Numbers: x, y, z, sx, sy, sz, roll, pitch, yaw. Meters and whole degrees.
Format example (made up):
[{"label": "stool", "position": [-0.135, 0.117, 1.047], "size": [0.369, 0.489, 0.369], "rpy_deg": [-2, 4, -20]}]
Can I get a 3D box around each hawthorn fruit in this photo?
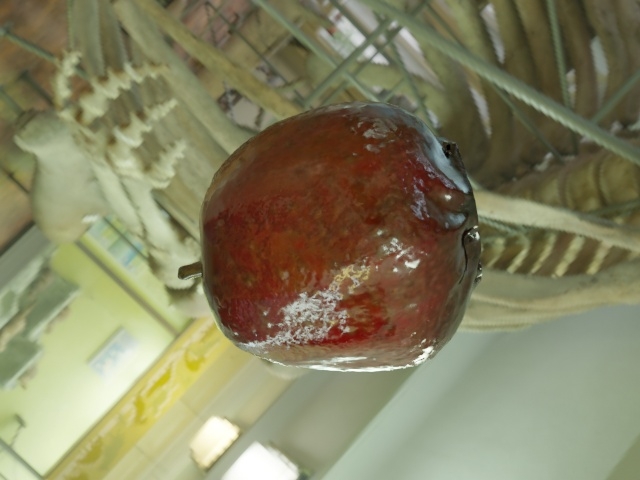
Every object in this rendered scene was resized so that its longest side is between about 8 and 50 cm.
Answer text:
[{"label": "hawthorn fruit", "position": [0.000, 0.000, 0.688], "size": [0.249, 0.215, 0.215], "rpy_deg": [-6, -156, 22]}]
